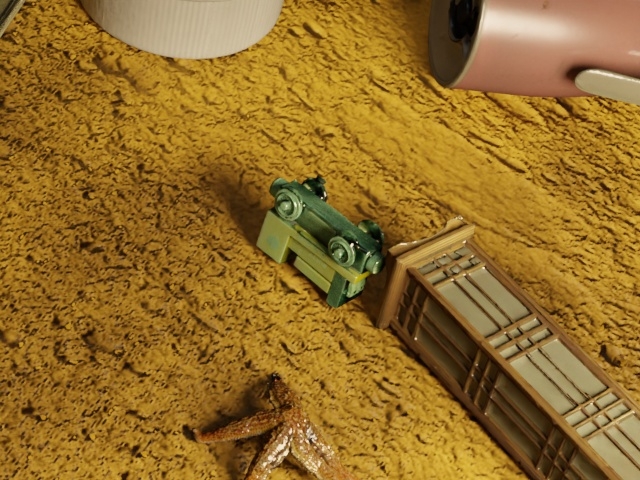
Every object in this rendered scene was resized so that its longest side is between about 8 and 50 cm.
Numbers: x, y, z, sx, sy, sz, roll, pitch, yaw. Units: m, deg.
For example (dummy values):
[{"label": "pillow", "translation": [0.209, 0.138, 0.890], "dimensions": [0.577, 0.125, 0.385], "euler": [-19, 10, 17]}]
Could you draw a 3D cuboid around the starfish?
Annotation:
[{"label": "starfish", "translation": [-0.032, 0.141, 1.511], "dimensions": [0.133, 0.041, 0.130], "euler": [5, 45, -9]}]

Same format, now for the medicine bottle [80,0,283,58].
[{"label": "medicine bottle", "translation": [-0.109, -0.340, 1.765], "dimensions": [0.245, 0.306, 0.245], "euler": [6, 47, -7]}]

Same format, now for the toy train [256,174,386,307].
[{"label": "toy train", "translation": [0.000, 0.000, 1.624], "dimensions": [0.122, 0.081, 0.050], "euler": [39, 40, 22]}]

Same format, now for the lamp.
[{"label": "lamp", "translation": [0.176, 0.123, 1.545], "dimensions": [0.090, 0.089, 0.325], "euler": [-25, 58, -32]}]

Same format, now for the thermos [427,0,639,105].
[{"label": "thermos", "translation": [0.249, -0.189, 1.826], "dimensions": [0.265, 0.146, 0.176], "euler": [8, 39, -14]}]

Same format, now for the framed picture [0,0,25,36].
[{"label": "framed picture", "translation": [-0.382, -0.187, 1.759], "dimensions": [0.173, 0.010, 0.231], "euler": [19, 46, 4]}]
